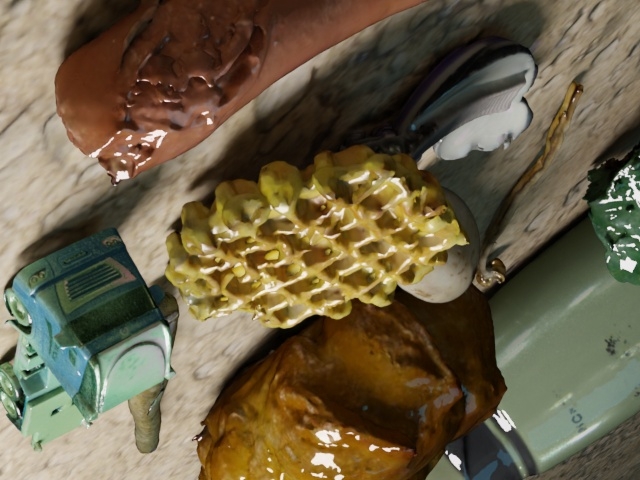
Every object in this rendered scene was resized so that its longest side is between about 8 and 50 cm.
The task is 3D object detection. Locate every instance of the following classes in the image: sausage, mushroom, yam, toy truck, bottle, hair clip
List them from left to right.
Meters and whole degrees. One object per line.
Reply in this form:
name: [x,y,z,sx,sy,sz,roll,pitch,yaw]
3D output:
toy truck: [-0.130,0.073,0.941,0.067,0.081,0.175,-27,158,-29]
yam: [-0.109,0.094,1.114,0.027,0.029,0.234,-35,162,-23]
sausage: [0.013,-0.120,0.786,0.304,0.078,0.078,-31,160,-21]
mushroom: [0.067,0.005,1.198,0.079,0.085,0.085,-17,178,37]
hair clip: [0.082,-0.073,1.070,0.172,0.049,0.116,-31,164,-33]
mushroom: [0.157,-0.035,1.349,0.028,0.026,0.286,-48,166,-28]
bottle: [0.191,0.117,1.536,0.347,0.168,0.168,-36,162,-8]

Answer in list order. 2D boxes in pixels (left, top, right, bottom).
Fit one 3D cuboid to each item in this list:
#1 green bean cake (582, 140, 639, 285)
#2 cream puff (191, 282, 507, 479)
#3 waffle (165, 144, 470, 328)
green bean cake: [0.301,-0.069,1.379,0.208,0.193,0.107,-13,-159,29]
cream puff: [0.015,0.132,1.267,0.269,0.155,0.241,-52,164,16]
waffle: [-0.004,0.002,0.999,0.191,0.038,0.191,-13,155,-6]
